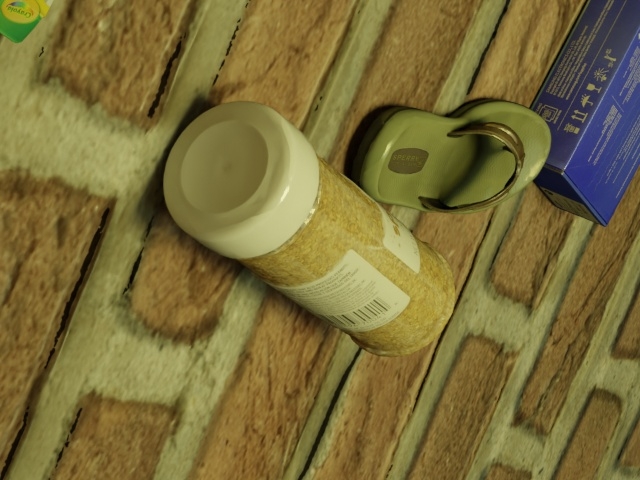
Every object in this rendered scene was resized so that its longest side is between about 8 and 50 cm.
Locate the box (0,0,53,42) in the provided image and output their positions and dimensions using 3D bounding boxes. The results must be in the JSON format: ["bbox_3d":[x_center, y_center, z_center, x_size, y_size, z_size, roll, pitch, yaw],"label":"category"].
[{"bbox_3d":[-0.195,-0.230,1.163,0.105,0.043,0.179,36,77,-58],"label":"box"}]

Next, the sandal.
[{"bbox_3d":[0.142,-0.070,1.711,0.303,0.086,0.120,-9,117,-53],"label":"sandal"}]

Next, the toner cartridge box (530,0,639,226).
[{"bbox_3d":[0.340,-0.204,1.925,0.348,0.075,0.165,-61,148,-8],"label":"toner cartridge box"}]

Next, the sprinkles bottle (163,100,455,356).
[{"bbox_3d":[0.000,0.000,1.519,0.121,0.121,0.355,-62,148,-6],"label":"sprinkles bottle"}]
